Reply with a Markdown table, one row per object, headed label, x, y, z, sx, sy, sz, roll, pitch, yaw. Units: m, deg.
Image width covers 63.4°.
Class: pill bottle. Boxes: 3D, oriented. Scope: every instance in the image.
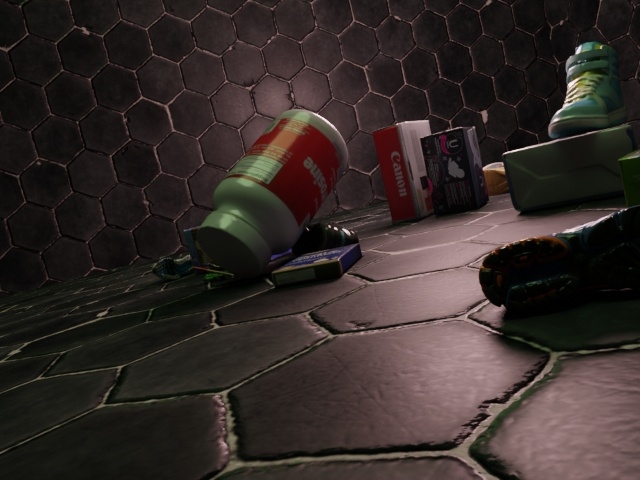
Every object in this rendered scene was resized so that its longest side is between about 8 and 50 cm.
| label | x | y | z | sx | sy | sz | roll | pitch | yaw |
| --- | --- | --- | --- | --- | --- | --- | --- | --- | --- |
| pill bottle | -0.114 | -0.115 | 1.267 | 0.229 | 0.229 | 0.407 | -8 | 40 | 46 |

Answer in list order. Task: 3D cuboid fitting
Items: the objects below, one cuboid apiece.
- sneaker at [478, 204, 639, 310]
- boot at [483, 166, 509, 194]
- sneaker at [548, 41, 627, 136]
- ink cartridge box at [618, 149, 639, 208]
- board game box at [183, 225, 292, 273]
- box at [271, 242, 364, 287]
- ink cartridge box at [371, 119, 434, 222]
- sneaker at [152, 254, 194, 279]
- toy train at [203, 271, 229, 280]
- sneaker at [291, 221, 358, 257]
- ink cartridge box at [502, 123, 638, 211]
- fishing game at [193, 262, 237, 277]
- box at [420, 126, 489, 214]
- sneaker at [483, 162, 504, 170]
| label | x | y | z | sx | sy | sz | roll | pitch | yaw |
| --- | --- | --- | --- | --- | --- | --- | --- | --- | --- |
| sneaker | 0.268 | 0.014 | 0.513 | 0.221 | 0.083 | 0.087 | -9 | -2 | 13 |
| boot | 0.699 | -0.233 | 1.885 | 0.262 | 0.095 | 0.203 | -7 | 9 | 37 |
| sneaker | 0.604 | -0.353 | 1.200 | 0.127 | 0.208 | 0.319 | -6 | 9 | 43 |
| ink cartridge box | 0.670 | -0.128 | 0.876 | 0.255 | 0.097 | 0.189 | -10 | 6 | 40 |
| board game box | -0.227 | -0.008 | 1.610 | 0.291 | 0.141 | 0.232 | -11 | 6 | 29 |
| box | 0.004 | 0.045 | 1.067 | 0.136 | 0.036 | 0.225 | -12 | 4 | 18 |
| ink cartridge box | 0.284 | -0.226 | 1.705 | 0.130 | 0.309 | 0.272 | -10 | 6 | 34 |
| sneaker | -0.471 | 0.094 | 1.628 | 0.083 | 0.071 | 0.191 | -18 | -5 | 20 |
| toy train | -0.268 | 0.094 | 1.329 | 0.083 | 0.017 | 0.024 | -10 | 17 | 31 |
| sneaker | 0.000 | 0.000 | 1.353 | 0.106 | 0.101 | 0.267 | 1 | 4 | -25 |
| ink cartridge box | 0.640 | -0.190 | 1.301 | 0.270 | 0.151 | 0.395 | -10 | 8 | 31 |
| fishing game | -0.217 | -0.015 | 1.369 | 0.189 | 0.041 | 0.264 | 9 | 51 | 24 |
| box | 0.425 | -0.220 | 1.620 | 0.142 | 0.247 | 0.163 | -8 | 7 | 31 |
| sneaker | 0.788 | -0.280 | 2.071 | 0.295 | 0.124 | 0.178 | -14 | -4 | -20 |
